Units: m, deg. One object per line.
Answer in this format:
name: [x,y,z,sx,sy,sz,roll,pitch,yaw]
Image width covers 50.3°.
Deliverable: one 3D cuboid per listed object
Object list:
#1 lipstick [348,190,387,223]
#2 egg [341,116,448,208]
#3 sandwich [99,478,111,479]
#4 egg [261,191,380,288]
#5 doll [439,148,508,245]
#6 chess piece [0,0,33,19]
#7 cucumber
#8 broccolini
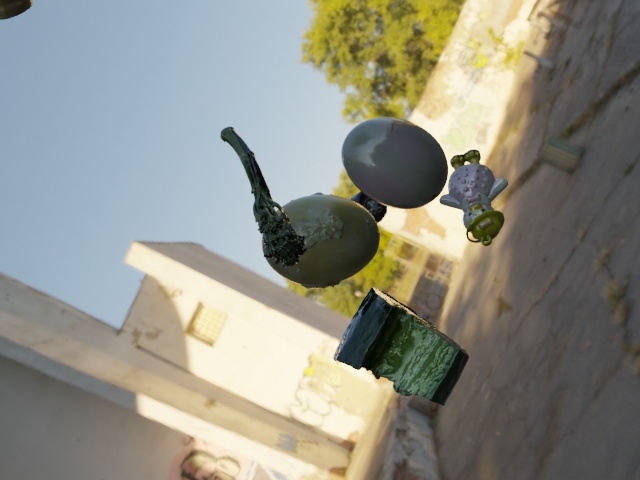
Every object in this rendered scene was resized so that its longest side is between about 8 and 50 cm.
lipstick: [0.042,-0.029,1.490,0.300,0.081,0.081,-36,21,57]
egg: [0.089,-0.092,0.807,0.103,0.135,0.103,-50,26,35]
sandwich: [-0.139,0.326,0.544,0.226,0.087,0.251,-53,-48,-8]
egg: [0.001,0.001,1.158,0.164,0.202,0.164,-8,-90,-83]
doll: [0.283,-0.075,1.249,0.081,0.129,0.207,54,-156,-50]
chess piece: [-0.748,-0.639,1.478,0.300,0.137,0.137,81,-150,-45]
cucumber: [0.124,0.172,1.064,0.130,0.191,0.191,-61,-6,3]
broccolini: [-0.082,-0.065,0.860,0.054,0.239,0.051,-30,-33,2]
